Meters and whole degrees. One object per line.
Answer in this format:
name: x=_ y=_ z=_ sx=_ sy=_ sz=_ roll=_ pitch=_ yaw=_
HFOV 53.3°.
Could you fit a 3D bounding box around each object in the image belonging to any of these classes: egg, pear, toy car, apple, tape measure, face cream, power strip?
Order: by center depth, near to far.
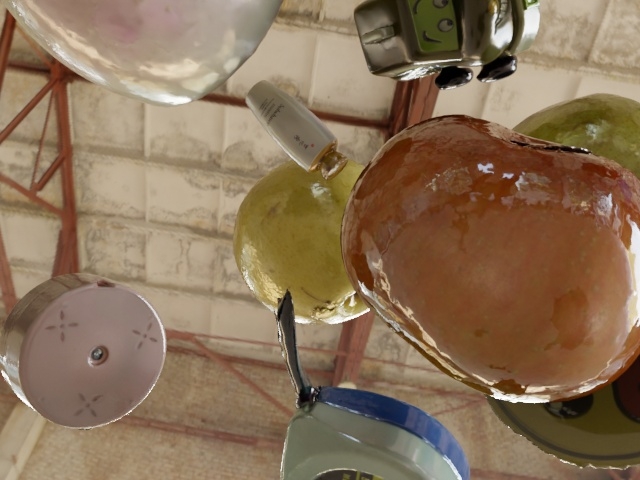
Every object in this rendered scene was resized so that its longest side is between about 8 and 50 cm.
apple: x=0.128 y=0.000 z=0.466 sx=0.235 sy=0.210 sz=0.173 roll=30 pitch=-67 yaw=19
power strip: x=-0.242 y=0.113 z=0.655 sx=0.078 sy=0.154 sz=0.154 roll=9 pitch=-38 yaw=48
tape measure: x=0.051 y=0.204 z=0.656 sx=0.215 sy=0.098 sz=0.351 roll=13 pitch=-57 yaw=15
egg: x=-0.261 y=-0.384 z=0.783 sx=0.355 sy=0.354 sz=0.340 roll=-25 pitch=-28 yaw=25
toy car: x=0.150 y=-0.301 z=0.884 sx=0.248 sy=0.198 sz=0.204 roll=4 pitch=-66 yaw=56
pear: x=0.382 y=-0.057 z=0.928 sx=0.304 sy=0.304 sz=0.303 roll=3 pitch=-50 yaw=4
face cream: x=-0.036 y=-0.165 z=0.954 sx=0.182 sy=0.051 sz=0.072 roll=45 pitch=-67 yaw=12
pear: x=0.000 y=0.000 z=1.230 sx=0.349 sy=0.348 sz=0.348 roll=3 pitch=-50 yaw=4

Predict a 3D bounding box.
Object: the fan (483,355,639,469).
fan: x=0.262 y=0.065 z=0.517 sx=0.335 sy=0.229 sz=0.011 roll=-14 pitch=-29 yaw=33
